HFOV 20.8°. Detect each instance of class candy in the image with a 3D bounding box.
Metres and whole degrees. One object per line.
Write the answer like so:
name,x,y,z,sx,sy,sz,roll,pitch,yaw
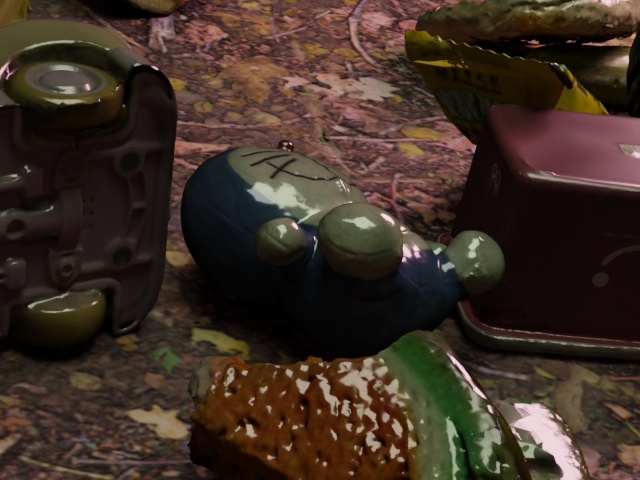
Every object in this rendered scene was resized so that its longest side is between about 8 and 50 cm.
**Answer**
candy,0.209,-0.119,1.696,0.187,0.081,0.297,12,-15,36

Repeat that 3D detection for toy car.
toy car,-0.303,-0.044,1.366,0.336,0.242,0.226,-14,34,-34

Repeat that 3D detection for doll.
doll,0.000,0.000,1.469,0.228,0.154,0.258,6,26,-46

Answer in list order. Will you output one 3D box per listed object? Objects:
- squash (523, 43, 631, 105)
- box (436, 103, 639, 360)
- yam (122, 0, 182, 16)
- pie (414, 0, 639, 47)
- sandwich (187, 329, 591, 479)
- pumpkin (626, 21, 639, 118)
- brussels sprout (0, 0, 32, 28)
squash,0.344,-0.190,2.021,0.239,0.069,0.069,1,29,-14
box,0.261,-0.010,1.560,0.294,0.167,0.193,5,27,-10
yam,-0.264,-0.409,2.086,0.195,0.195,0.300,-19,39,-42
pie,0.243,-0.253,2.026,0.274,0.055,0.274,-4,3,0
sandwich,0.051,0.138,1.222,0.301,0.162,0.250,16,24,5
pumpkin,0.441,-0.147,1.817,0.296,0.296,0.296,8,28,-4
brussels sprout,-0.434,-0.262,1.721,0.328,0.247,0.328,-6,30,3
